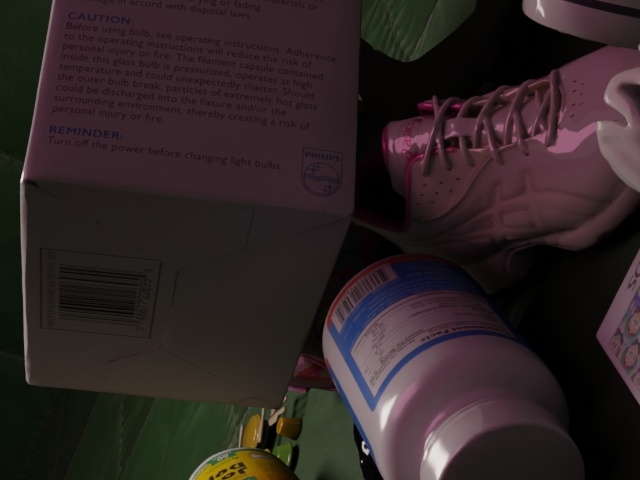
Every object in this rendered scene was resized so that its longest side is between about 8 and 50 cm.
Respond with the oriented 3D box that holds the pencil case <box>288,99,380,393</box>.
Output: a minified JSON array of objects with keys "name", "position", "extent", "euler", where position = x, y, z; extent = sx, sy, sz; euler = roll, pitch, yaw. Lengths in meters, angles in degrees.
[{"name":"pencil case","position":[0.000,0.000,1.376],"extent":[0.124,0.124,0.284],"euler":[138,147,-63]}]

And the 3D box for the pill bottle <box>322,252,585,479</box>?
[{"name":"pill bottle","position":[0.083,0.103,0.915],"extent":[0.221,0.124,0.124],"euler":[-120,50,-64]}]

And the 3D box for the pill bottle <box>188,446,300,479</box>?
[{"name":"pill bottle","position":[-0.051,0.256,1.247],"extent":[0.208,0.117,0.118],"euler":[-158,86,-75]}]

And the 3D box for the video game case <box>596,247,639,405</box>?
[{"name":"video game case","position":[0.206,0.029,0.773],"extent":[0.157,0.019,0.143],"euler":[-108,38,-65]}]

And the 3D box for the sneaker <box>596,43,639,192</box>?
[{"name":"sneaker","position":[0.245,-0.129,0.673],"extent":[0.292,0.110,0.118],"euler":[-66,28,20]}]

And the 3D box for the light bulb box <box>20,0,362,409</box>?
[{"name":"light bulb box","position":[-0.102,-0.103,1.154],"extent":[0.358,0.225,0.361],"euler":[110,165,-59]}]

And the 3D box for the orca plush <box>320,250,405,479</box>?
[{"name":"orca plush","position":[0.056,0.066,1.109],"extent":[0.151,0.102,0.287],"euler":[145,141,-66]}]

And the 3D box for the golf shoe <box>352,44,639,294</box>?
[{"name":"golf shoe","position":[0.121,-0.052,0.945],"extent":[0.306,0.140,0.115],"euler":[-43,32,56]}]

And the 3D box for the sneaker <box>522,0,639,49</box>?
[{"name":"sneaker","position":[0.177,-0.213,0.893],"extent":[0.321,0.126,0.128],"euler":[-87,7,-69]}]

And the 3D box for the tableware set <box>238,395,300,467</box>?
[{"name":"tableware set","position":[-0.055,0.219,1.501],"extent":[0.154,0.024,0.104],"euler":[133,148,-56]}]

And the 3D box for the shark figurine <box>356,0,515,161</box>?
[{"name":"shark figurine","position":[0.081,-0.147,1.157],"extent":[0.278,0.116,0.166],"euler":[-53,20,0]}]
